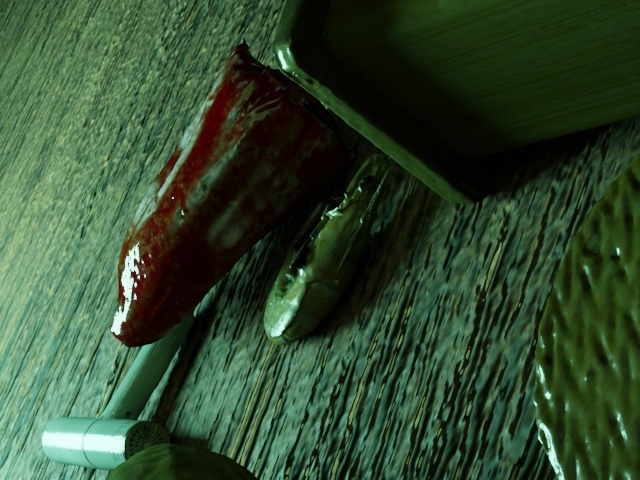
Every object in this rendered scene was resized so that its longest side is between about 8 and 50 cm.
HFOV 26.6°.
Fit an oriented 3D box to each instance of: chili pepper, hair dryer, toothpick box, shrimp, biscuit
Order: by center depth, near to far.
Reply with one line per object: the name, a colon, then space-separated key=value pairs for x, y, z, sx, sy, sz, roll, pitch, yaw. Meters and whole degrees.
biscuit: x=0.205 y=0.033 z=0.635 sx=0.262 sy=0.037 sz=0.262 roll=-36 pitch=36 yaw=33
toothpick box: x=0.154 y=-0.163 z=0.762 sx=0.308 sy=0.190 sz=0.188 roll=-12 pitch=52 yaw=46
shrimp: x=0.007 y=0.004 z=0.974 sx=0.162 sy=0.045 sz=0.095 roll=-60 pitch=8 yaw=8
chili pepper: x=-0.091 y=-0.031 z=1.061 sx=0.144 sy=0.136 sz=0.253 roll=45 pitch=101 yaw=25
hair dryer: x=-0.147 y=0.103 z=1.110 sx=0.155 sy=0.044 sz=0.183 roll=-8 pitch=51 yaw=53

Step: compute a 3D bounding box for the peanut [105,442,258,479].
peanut: x=-0.074 y=0.198 z=0.820 sx=0.129 sy=0.129 sz=0.224 roll=-58 pitch=21 yaw=2
